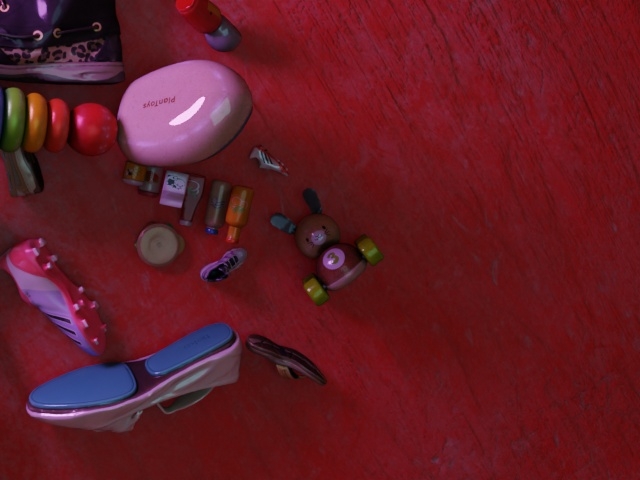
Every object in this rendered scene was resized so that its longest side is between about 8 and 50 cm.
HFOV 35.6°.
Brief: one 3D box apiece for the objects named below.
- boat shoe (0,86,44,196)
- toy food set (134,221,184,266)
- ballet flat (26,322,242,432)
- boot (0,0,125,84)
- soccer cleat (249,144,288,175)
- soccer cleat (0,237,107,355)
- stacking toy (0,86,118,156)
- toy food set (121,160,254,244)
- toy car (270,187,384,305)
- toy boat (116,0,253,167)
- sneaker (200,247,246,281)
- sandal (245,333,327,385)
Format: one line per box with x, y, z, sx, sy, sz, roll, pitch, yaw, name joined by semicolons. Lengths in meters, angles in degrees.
-0.539;-0.165;1.715;0.072;0.068;0.190;-14;100;0;boat shoe
-0.298;0.007;1.835;0.083;0.020;0.082;-44;107;-8;toy food set
-0.323;0.276;1.815;0.400;0.139;0.139;-19;102;-16;ballet flat
-0.505;-0.407;1.652;0.377;0.138;0.284;2;97;-22;boot
-0.097;-0.144;1.878;0.083;0.029;0.035;40;93;-15;soccer cleat
-0.472;0.108;1.771;0.095;0.083;0.248;-25;111;17;soccer cleat
-0.494;-0.190;1.622;0.330;0.141;0.141;6;95;-24;stacking toy
-0.246;-0.069;1.794;0.232;0.111;0.105;12;94;-12;toy food set
0.000;0.000;1.876;0.155;0.149;0.188;-37;95;0;toy car
-0.212;-0.270;1.728;0.148;0.267;0.318;35;59;-54;toy boat
-0.174;0.050;1.854;0.098;0.069;0.038;-35;106;-11;sneaker
-0.070;0.237;1.916;0.180;0.072;0.049;26;104;-18;sandal
